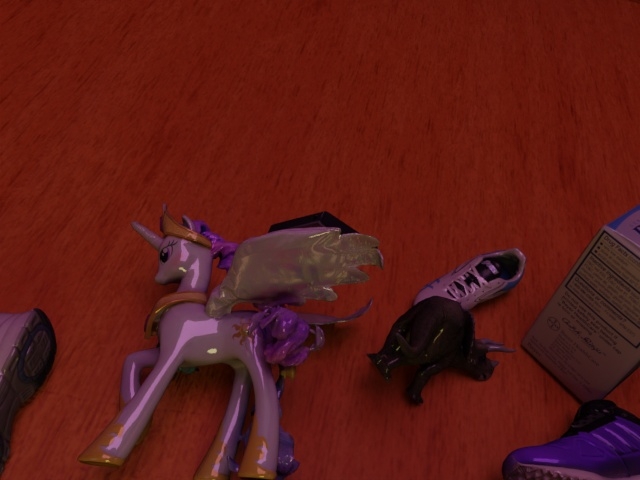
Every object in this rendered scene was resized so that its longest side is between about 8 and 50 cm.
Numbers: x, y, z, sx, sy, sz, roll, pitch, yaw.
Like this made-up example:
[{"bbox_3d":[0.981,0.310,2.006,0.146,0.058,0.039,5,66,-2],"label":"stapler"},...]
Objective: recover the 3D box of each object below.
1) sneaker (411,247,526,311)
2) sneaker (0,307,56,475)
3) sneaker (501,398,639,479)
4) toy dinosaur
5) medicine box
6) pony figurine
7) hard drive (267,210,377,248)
[{"bbox_3d":[0.245,0.071,1.079,0.237,0.086,0.085,-24,59,-30],"label":"sneaker"},{"bbox_3d":[-0.433,0.207,0.782,0.129,0.111,0.297,3,41,9],"label":"sneaker"},{"bbox_3d":[0.373,0.291,0.906,0.293,0.102,0.146,8,43,-14],"label":"sneaker"},{"bbox_3d":[0.149,0.133,0.914,0.160,0.313,0.121,-46,53,-1],"label":"toy dinosaur"},{"bbox_3d":[0.490,0.073,0.997,0.263,0.289,0.149,-25,58,-32],"label":"medicine box"},{"bbox_3d":[-0.104,0.120,0.848,0.350,0.303,0.364,5,62,2],"label":"pony figurine"},{"bbox_3d":[0.000,0.000,0.874,0.094,0.135,0.022,32,68,-26],"label":"hard drive"}]
